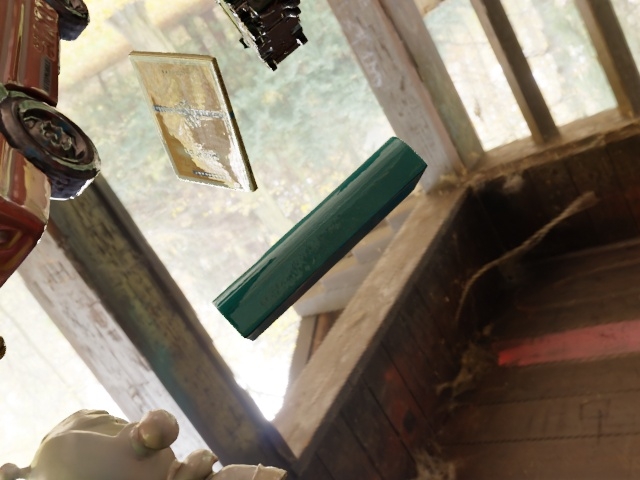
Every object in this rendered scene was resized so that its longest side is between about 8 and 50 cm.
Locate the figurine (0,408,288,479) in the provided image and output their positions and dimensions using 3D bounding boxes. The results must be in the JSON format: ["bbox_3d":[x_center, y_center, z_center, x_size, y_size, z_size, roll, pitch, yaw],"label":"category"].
[{"bbox_3d":[-0.176,0.253,0.671,0.182,0.257,0.144,102,7,-59],"label":"figurine"}]

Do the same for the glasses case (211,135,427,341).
[{"bbox_3d":[0.000,0.000,0.857,0.301,0.070,0.117,-44,172,-9],"label":"glasses case"}]

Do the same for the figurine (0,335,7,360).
[{"bbox_3d":[-0.408,0.125,0.673,0.287,0.186,0.176,-58,-144,28],"label":"figurine"}]

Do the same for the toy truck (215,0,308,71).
[{"bbox_3d":[-0.085,-0.314,0.920,0.088,0.121,0.259,-38,179,3],"label":"toy truck"}]

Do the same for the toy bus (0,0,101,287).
[{"bbox_3d":[-0.320,-0.112,0.502,0.203,0.233,0.427,-42,-139,18],"label":"toy bus"}]

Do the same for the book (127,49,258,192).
[{"bbox_3d":[-0.201,-0.186,1.097,0.170,0.241,0.018,12,-134,28],"label":"book"}]
